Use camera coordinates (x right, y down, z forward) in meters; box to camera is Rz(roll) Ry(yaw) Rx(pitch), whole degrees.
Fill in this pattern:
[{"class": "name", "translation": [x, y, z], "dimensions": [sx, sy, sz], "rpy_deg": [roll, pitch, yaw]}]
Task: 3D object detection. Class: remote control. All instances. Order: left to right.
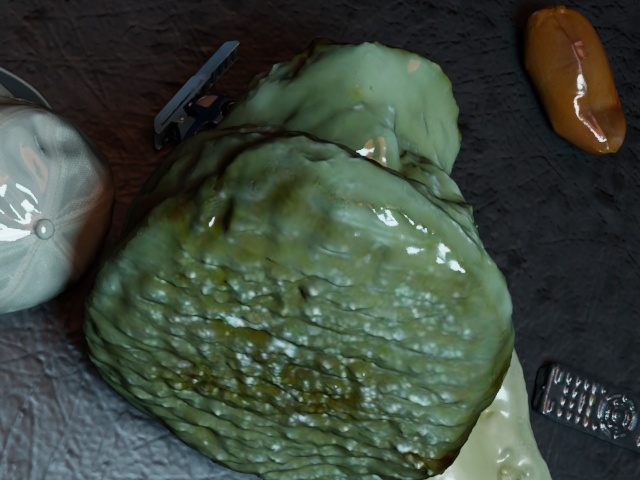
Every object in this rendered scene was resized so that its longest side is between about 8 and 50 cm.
[{"class": "remote control", "translation": [0.338, 0.197, 1.146], "dimensions": [0.245, 0.025, 0.063], "rpy_deg": [23, 71, -15]}]

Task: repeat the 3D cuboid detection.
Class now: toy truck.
[{"class": "toy truck", "translation": [-0.099, -0.130, 1.043], "dimensions": [0.074, 0.063, 0.136], "rpy_deg": [34, 63, 8]}]

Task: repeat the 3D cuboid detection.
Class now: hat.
[{"class": "hat", "translation": [-0.299, -0.066, 0.899], "dimensions": [0.275, 0.161, 0.232], "rpy_deg": [47, 62, -1]}]

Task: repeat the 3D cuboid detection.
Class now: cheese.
[{"class": "cheese", "translation": [0.139, 0.197, 1.034], "dimensions": [0.159, 0.093, 0.263], "rpy_deg": [-12, 81, -24]}]

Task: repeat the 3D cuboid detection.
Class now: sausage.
[{"class": "sausage", "translation": [0.282, -0.176, 1.188], "dimensions": [0.089, 0.089, 0.179], "rpy_deg": [-20, 88, -24]}]

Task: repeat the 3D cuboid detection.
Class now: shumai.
[{"class": "shumai", "translation": [0.000, 0.000, 0.913], "dimensions": [0.324, 0.397, 0.323], "rpy_deg": [23, 49, -7]}]
